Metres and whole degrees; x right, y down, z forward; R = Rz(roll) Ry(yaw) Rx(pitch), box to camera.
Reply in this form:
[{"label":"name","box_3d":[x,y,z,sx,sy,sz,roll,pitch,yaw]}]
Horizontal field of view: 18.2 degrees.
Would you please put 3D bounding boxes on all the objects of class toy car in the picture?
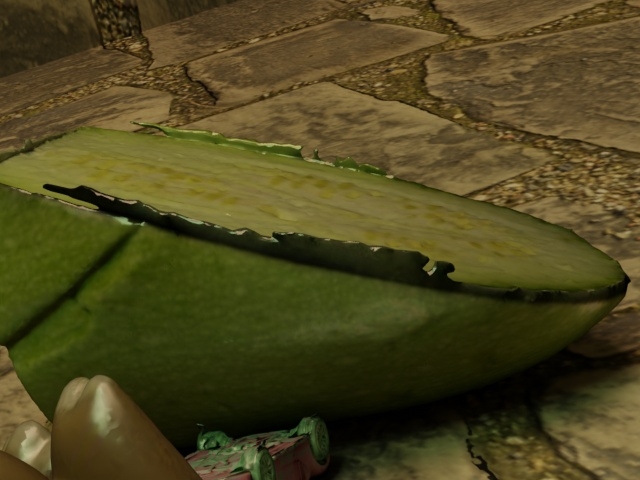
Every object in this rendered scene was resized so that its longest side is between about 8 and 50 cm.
[{"label":"toy car","box_3d":[-0.042,0.123,1.019,0.069,0.055,0.142,-9,3,20]}]

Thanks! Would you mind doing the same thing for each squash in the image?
[{"label":"squash","box_3d":[0.000,0.000,1.109,0.309,0.210,0.233,-17,4,18]}]

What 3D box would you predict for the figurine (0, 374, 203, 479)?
[{"label":"figurine","box_3d":[-0.091,0.168,0.614,0.173,0.247,0.177,-40,24,-30]}]
